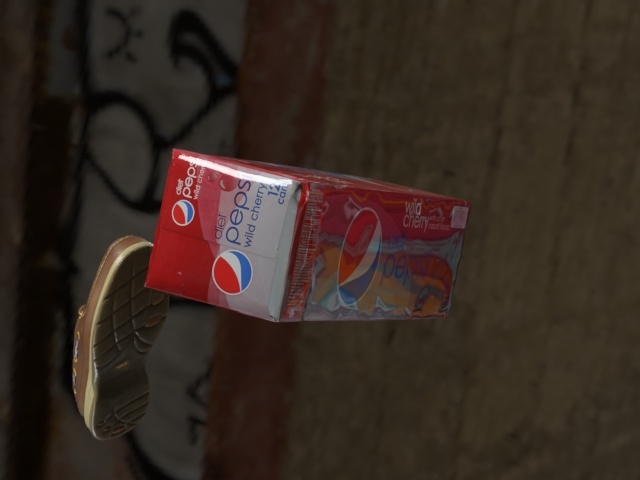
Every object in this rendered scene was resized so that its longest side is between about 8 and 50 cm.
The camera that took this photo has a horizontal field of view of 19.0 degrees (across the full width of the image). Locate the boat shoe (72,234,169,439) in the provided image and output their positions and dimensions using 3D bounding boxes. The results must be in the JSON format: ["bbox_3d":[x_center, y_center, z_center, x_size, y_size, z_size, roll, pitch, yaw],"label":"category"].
[{"bbox_3d":[-0.158,0.067,1.425,0.064,0.060,0.178,-17,-45,-35],"label":"boat shoe"}]

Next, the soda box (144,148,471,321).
[{"bbox_3d":[0.000,0.000,1.174,0.263,0.092,0.083,5,-82,-65],"label":"soda box"}]
